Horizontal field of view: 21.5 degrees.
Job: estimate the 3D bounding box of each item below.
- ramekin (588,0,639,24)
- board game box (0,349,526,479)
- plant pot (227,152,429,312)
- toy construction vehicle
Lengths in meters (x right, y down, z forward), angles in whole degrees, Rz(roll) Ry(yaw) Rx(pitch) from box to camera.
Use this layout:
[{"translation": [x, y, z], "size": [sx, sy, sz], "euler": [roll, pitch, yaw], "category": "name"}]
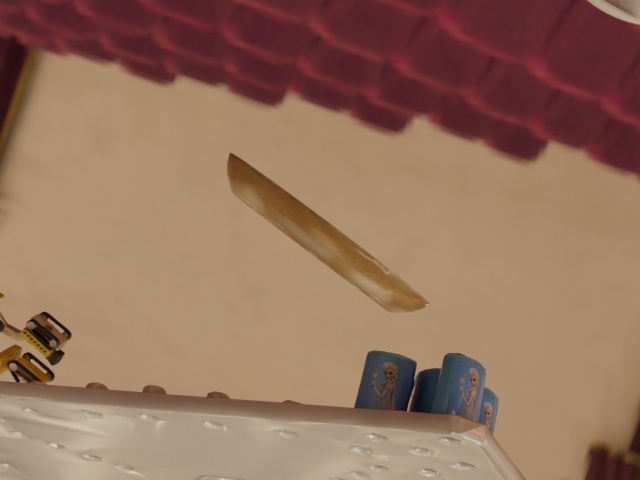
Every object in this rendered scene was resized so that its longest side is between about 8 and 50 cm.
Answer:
[{"translation": [0.379, -0.379, 1.910], "size": [0.272, 0.273, 0.127], "euler": [19, -172, -7], "category": "ramekin"}, {"translation": [-0.032, 0.151, 1.078], "size": [0.389, 0.050, 0.390], "euler": [2, 156, 23], "category": "board game box"}, {"translation": [0.000, 0.000, 1.587], "size": [0.236, 0.032, 0.236], "euler": [38, 179, 1], "category": "plant pot"}, {"translation": [-0.249, 0.085, 1.363], "size": [0.098, 0.035, 0.086], "euler": [37, -154, 7], "category": "toy construction vehicle"}]
